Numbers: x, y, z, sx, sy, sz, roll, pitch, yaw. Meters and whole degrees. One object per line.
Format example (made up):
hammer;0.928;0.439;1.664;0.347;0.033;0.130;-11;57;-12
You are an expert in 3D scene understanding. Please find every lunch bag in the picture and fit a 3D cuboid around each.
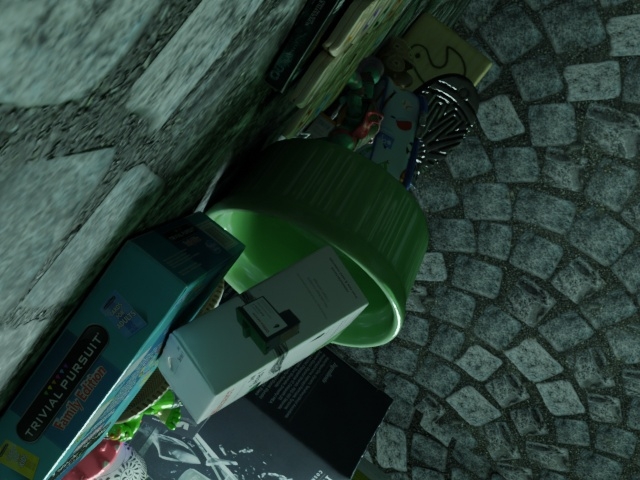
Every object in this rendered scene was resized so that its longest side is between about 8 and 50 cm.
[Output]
lunch bag;0.068;-0.142;1.536;0.303;0.115;0.243;-30;-141;54

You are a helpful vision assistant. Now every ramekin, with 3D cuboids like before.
ramekin;0.000;0.000;1.206;0.148;0.303;0.303;-60;-177;-28

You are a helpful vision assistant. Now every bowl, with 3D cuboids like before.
bowl;-0.434;0.440;1.731;0.170;0.170;0.080;-51;146;-47

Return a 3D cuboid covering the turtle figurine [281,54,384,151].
turtle figurine;0.035;-0.187;1.310;0.175;0.118;0.234;-53;-176;35

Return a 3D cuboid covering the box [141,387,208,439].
box;-0.263;0.257;1.563;0.158;0.156;0.093;-53;-161;40

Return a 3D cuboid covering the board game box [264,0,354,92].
board game box;0.016;-0.239;0.932;0.126;0.026;0.186;-53;179;37

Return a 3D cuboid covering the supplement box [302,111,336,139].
supplement box;-0.015;-0.169;1.516;0.098;0.036;0.062;-52;180;-1

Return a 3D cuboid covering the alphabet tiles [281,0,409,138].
alphabet tiles;0.052;-0.244;1.001;0.278;0.021;0.284;-53;179;33

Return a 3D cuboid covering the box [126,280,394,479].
box;-0.184;0.411;1.946;0.480;0.472;0.297;-54;178;35

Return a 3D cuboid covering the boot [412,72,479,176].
boot;0.150;-0.228;1.737;0.348;0.131;0.260;-46;-155;22

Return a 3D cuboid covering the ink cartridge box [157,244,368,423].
ink cartridge box;-0.072;0.115;1.057;0.219;0.092;0.160;-30;168;-25

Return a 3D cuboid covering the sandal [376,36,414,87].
sandal;0.138;-0.351;1.679;0.240;0.088;0.079;-67;163;-68

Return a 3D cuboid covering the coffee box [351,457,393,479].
coffee box;0.063;0.756;1.979;0.337;0.338;0.334;-54;176;41

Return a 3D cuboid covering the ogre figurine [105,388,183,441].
ogre figurine;-0.320;0.286;1.464;0.118;0.197;0.096;22;68;-56

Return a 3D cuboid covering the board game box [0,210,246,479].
board game box;-0.239;0.131;1.000;0.336;0.079;0.254;-52;178;11

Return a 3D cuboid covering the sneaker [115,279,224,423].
sneaker;-0.245;0.168;1.368;0.282;0.099;0.153;-55;178;-18

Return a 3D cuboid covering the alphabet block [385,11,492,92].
alphabet block;0.222;-0.338;1.908;0.197;0.192;0.193;-53;-179;-12

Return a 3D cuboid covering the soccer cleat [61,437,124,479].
soccer cleat;-0.417;0.378;1.695;0.248;0.083;0.095;-51;-170;-34
